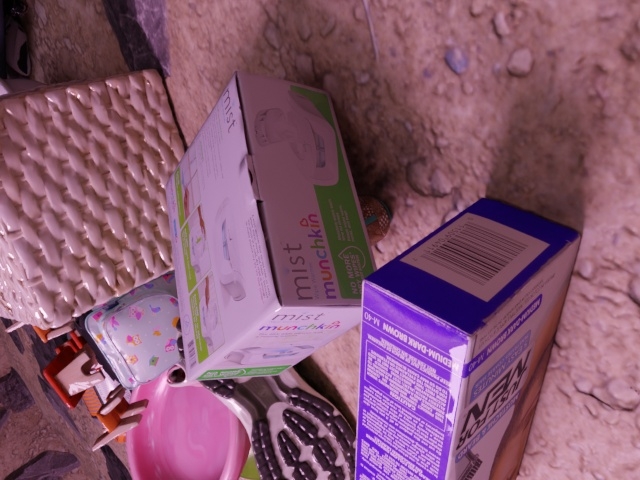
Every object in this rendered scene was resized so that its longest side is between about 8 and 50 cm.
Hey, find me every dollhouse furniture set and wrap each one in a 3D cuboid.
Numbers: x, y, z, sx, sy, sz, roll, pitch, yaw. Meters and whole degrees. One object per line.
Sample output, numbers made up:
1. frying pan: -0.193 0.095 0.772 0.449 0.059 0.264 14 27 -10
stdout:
1. dollhouse furniture set: -0.448 0.230 1.101 0.262 0.135 0.259 59 177 -9

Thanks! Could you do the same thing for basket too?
1. basket: -0.391 -0.080 0.927 0.266 0.328 0.331 2 113 44

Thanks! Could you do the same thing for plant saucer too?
1. plant saucer: -0.239 0.345 1.112 0.332 0.084 0.332 -10 74 39

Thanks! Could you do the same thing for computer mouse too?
1. computer mouse: -0.634 -0.420 1.223 0.106 0.042 0.193 43 140 21

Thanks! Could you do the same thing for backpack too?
1. backpack: -0.284 0.134 0.993 0.144 0.188 0.166 3 124 50

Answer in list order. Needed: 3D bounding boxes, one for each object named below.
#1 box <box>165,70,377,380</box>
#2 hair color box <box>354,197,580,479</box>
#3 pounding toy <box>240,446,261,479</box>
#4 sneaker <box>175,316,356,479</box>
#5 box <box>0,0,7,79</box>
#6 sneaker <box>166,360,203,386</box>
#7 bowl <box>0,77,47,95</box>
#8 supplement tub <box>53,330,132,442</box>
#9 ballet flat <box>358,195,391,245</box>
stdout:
1. box: -0.070 -0.006 0.657 0.231 0.126 0.262 -42 53 46
2. hair color box: 0.129 0.153 0.571 0.110 0.185 0.339 28 133 35
3. pounding toy: -0.199 0.393 1.177 0.183 0.110 0.237 -8 107 51
4. sneaker: -0.069 0.260 0.958 0.410 0.158 0.182 57 174 2
5. box: -0.773 -0.458 1.182 0.294 0.212 0.395 61 145 20
6. sneaker: -0.250 0.222 1.046 0.134 0.070 0.051 13 91 43
7. bowl: -0.529 -0.189 1.169 0.298 0.134 0.298 29 133 37
8. supplement tub: -0.456 0.274 1.335 0.193 0.193 0.316 -10 105 52
9. ballet flat: 0.000 0.000 0.723 0.073 0.067 0.206 59 144 1
